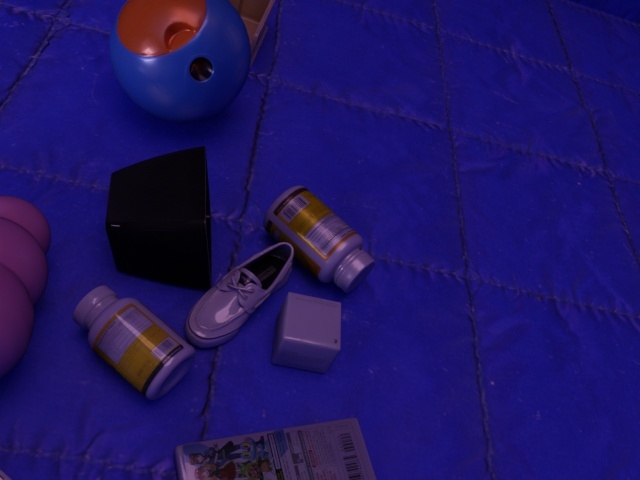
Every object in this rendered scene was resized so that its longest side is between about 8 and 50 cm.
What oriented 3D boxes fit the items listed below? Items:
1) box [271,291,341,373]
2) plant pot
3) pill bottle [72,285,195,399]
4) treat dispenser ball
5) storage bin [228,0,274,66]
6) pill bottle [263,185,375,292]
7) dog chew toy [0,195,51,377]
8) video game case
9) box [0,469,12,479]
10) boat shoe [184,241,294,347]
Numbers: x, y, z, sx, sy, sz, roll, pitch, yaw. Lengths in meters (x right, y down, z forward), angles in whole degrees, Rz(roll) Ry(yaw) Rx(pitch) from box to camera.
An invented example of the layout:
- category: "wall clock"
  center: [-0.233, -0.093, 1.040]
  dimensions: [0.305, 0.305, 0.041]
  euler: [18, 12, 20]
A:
- category: "box"
  center: [-0.024, 0.160, 1.122]
  dimensions: [0.101, 0.087, 0.102]
  euler: [13, 48, -11]
- category: "plant pot"
  center: [-0.279, -0.037, 1.135]
  dimensions: [0.167, 0.187, 0.188]
  euler: [-1, 52, -7]
- category: "pill bottle"
  center: [-0.294, 0.155, 1.009]
  dimensions: [0.184, 0.103, 0.103]
  euler: [37, 48, 11]
- category: "treat dispenser ball"
  center: [-0.289, -0.392, 1.348]
  dimensions: [0.288, 0.288, 0.288]
  euler: [11, 49, -13]
- category: "storage bin"
  center: [-0.266, -0.566, 1.614]
  dimensions: [0.262, 0.123, 0.260]
  euler: [19, 47, -6]
- category: "pill bottle"
  center: [0.000, 0.000, 1.246]
  dimensions: [0.215, 0.117, 0.117]
  euler: [43, 49, 15]
- category: "dog chew toy"
  center: [-0.503, 0.058, 0.954]
  dimensions: [0.207, 0.206, 0.332]
  euler: [15, 39, -9]
- category: "video game case"
  center: [-0.037, 0.432, 0.925]
  dimensions: [0.300, 0.036, 0.329]
  euler: [-2, 54, -23]
- category: "box"
  center: [-0.549, 0.277, 0.793]
  dimensions: [0.290, 0.087, 0.169]
  euler: [40, 49, 4]
- category: "boat shoe"
  center: [-0.140, 0.084, 1.142]
  dimensions: [0.095, 0.084, 0.258]
  euler: [35, 48, 9]
